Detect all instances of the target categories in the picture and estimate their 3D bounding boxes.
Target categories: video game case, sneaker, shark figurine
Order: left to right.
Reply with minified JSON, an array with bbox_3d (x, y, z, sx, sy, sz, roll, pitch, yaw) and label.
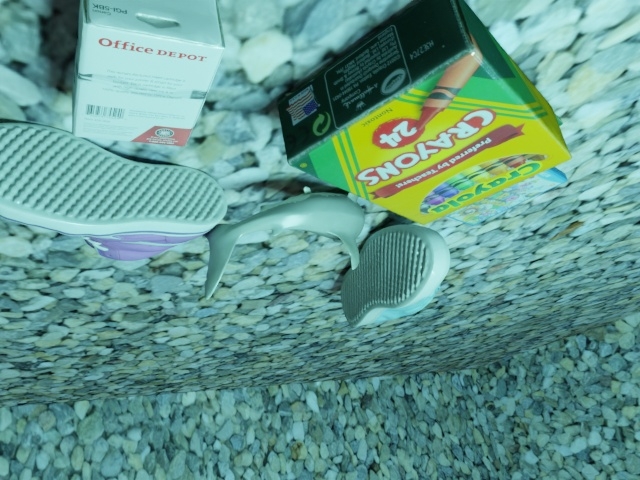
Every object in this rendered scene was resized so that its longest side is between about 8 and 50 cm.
[{"bbox_3d":[-0.260,-0.027,0.614,0.161,0.102,0.282,-25,153,38],"label":"sneaker"},{"bbox_3d":[-0.007,-0.005,0.708,0.278,0.116,0.166,-9,158,-44],"label":"shark figurine"},{"bbox_3d":[0.151,0.055,0.969,0.150,0.135,0.366,-11,167,-19],"label":"sneaker"},{"bbox_3d":[0.269,-0.071,0.847,0.119,0.015,0.166,13,147,-44],"label":"video game case"}]

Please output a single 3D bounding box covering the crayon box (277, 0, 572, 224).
[{"bbox_3d":[0.135,-0.110,0.612,0.202,0.081,0.318,-27,153,33],"label":"crayon box"}]

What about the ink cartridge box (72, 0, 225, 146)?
[{"bbox_3d":[-0.144,-0.139,0.453,0.099,0.056,0.135,2,155,-27],"label":"ink cartridge box"}]
